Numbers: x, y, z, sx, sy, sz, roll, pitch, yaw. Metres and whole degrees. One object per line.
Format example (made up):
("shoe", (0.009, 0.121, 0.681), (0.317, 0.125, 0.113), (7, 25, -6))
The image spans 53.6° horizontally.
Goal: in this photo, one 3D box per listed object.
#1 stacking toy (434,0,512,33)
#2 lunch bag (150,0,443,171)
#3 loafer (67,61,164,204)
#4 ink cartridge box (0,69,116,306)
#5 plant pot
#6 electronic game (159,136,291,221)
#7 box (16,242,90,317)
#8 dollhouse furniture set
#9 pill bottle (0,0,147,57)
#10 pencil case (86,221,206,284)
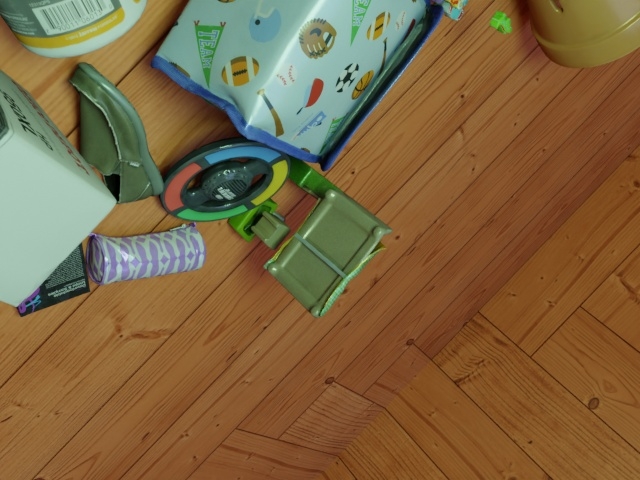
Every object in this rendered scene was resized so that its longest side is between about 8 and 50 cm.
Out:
("stacking toy", (0.217, -0.418, 1.096), (0.221, 0.167, 0.052), (9, 113, -52))
("lunch bag", (0.003, -0.292, 0.955), (0.328, 0.239, 0.385), (-53, 161, 10))
("loafer", (-0.298, -0.136, 0.903), (0.087, 0.094, 0.251), (-37, 146, -20))
("ink cartridge box", (-0.425, -0.138, 0.593), (0.166, 0.285, 0.395), (-45, 147, -2))
("plant pot", (0.528, -0.521, 1.256), (0.203, 0.291, 0.291), (31, 102, -38))
("electronic game", (-0.159, -0.099, 1.073), (0.229, 0.048, 0.229), (-19, 157, -8))
("box", (-0.433, 0.040, 1.001), (0.116, 0.029, 0.162), (-21, 138, -31))
("dollhouse furniture set", (0.000, 0.000, 1.178), (0.198, 0.301, 0.151), (-52, 143, 4))
("pill bottle", (-0.298, -0.339, 0.633), (0.162, 0.162, 0.278), (-36, 144, -14))
("pencil case", (-0.294, 0.020, 1.084), (0.206, 0.086, 0.088), (-10, 99, -44))
